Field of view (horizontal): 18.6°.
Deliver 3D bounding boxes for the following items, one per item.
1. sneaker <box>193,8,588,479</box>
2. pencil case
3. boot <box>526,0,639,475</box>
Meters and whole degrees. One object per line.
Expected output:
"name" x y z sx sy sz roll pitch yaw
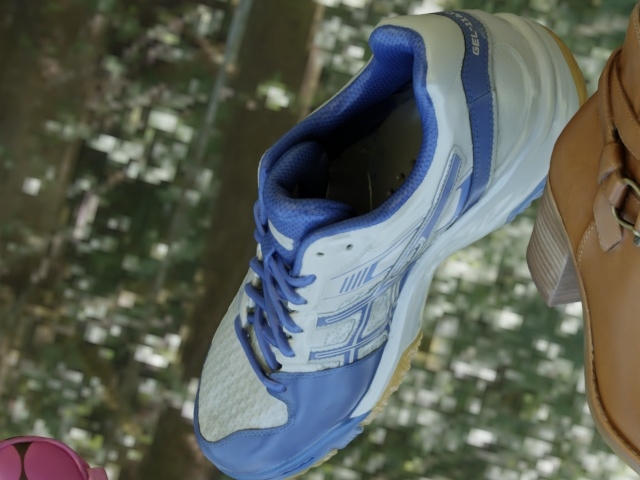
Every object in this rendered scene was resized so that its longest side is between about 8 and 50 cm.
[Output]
"sneaker" 0.000 0.000 0.978 0.131 0.296 0.112 7 -146 -48
"pencil case" -0.218 0.214 1.466 0.098 0.095 0.209 -15 164 -19
"boot" 0.156 0.009 0.812 0.073 0.152 0.197 -13 -129 -29
